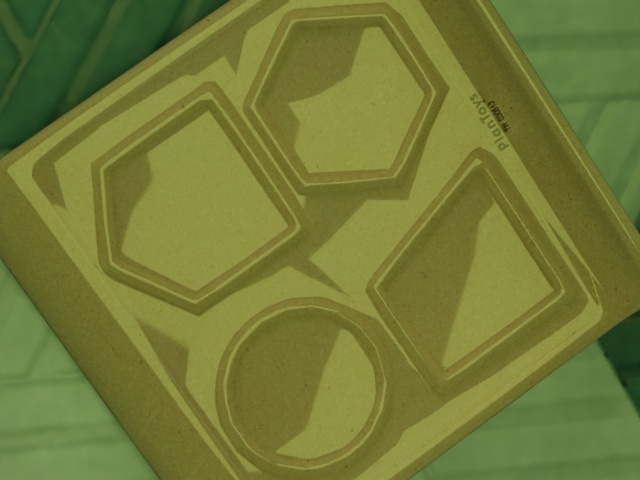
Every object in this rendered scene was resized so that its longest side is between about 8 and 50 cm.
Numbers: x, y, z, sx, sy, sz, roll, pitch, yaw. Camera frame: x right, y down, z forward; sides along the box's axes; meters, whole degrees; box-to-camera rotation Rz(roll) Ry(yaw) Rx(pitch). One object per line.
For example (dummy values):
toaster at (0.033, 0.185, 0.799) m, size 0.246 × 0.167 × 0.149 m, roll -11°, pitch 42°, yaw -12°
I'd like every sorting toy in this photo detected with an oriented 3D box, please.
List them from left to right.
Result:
sorting toy at (0.000, 0.000, 0.713) m, size 0.208 × 0.038 × 0.193 m, roll -35°, pitch 100°, yaw -3°
